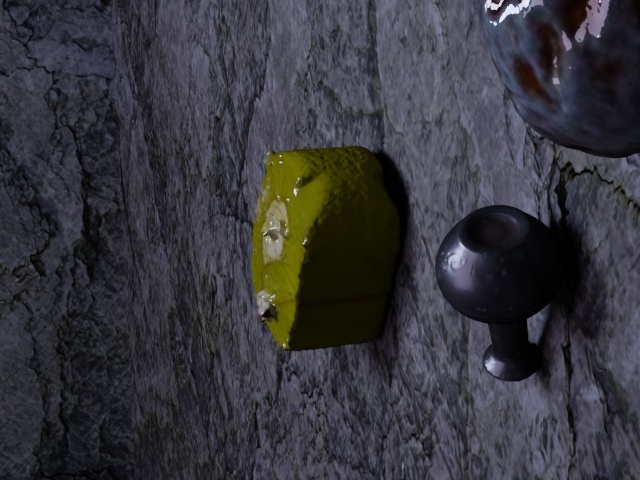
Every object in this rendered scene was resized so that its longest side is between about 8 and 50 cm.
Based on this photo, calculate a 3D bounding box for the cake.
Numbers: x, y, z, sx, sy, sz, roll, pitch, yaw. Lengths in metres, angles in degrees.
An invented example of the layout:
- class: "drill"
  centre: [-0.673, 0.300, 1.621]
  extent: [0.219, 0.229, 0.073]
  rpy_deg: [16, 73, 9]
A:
- class: "cake"
  centre: [0.000, 0.000, 2.291]
  extent: [0.179, 0.156, 0.260]
  rpy_deg: [-120, 31, -42]

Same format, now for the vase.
- class: "vase"
  centre: [0.174, 0.056, 1.816]
  extent: [0.120, 0.120, 0.183]
  rpy_deg: [-115, 8, -49]

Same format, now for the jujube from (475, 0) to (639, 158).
- class: "jujube"
  centre: [0.212, -0.209, 1.411]
  extent: [0.246, 0.215, 0.308]
  rpy_deg: [124, 138, -65]
